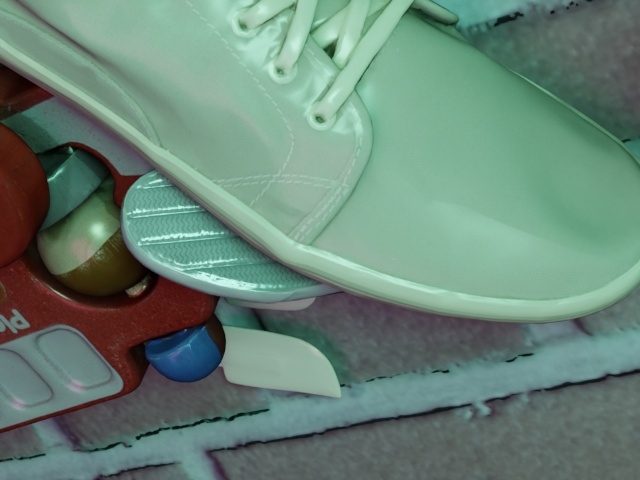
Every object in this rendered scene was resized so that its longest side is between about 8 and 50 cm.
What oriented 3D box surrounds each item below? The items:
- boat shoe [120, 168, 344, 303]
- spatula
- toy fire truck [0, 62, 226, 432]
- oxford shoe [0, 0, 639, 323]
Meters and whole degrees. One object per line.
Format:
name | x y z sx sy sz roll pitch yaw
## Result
boat shoe | 0.000 0.000 0.976 0.226 0.083 0.076 4 167 -10
spatula | -0.105 0.017 1.137 0.242 0.019 0.168 7 126 26
toy fire truck | -0.184 0.001 1.068 0.302 0.169 0.254 -19 123 33
oxford shoe | -0.021 -0.100 0.898 0.449 0.169 0.130 30 145 1
